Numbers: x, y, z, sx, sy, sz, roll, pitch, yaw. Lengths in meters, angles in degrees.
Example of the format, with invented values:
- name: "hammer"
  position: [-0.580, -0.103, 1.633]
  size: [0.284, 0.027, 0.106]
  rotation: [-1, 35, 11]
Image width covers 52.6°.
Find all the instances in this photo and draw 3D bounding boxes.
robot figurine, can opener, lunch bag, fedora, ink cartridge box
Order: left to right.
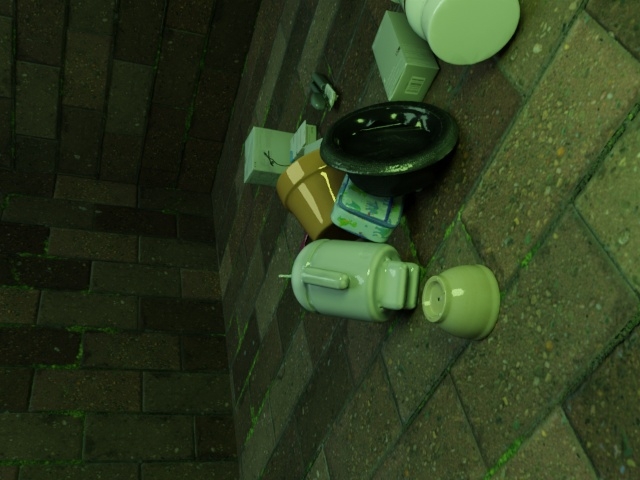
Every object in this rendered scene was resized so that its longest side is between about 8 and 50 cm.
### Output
- name: "ink cartridge box"
  position: [-0.061, -0.379, 2.503]
  size: [0.180, 0.060, 0.104]
  rotation: [141, 133, -63]
- name: "can opener"
  position: [0.000, -0.548, 2.358]
  size: [0.280, 0.093, 0.074]
  rotation: [-108, 30, -58]
- name: "robot figurine"
  position: [0.074, 0.100, 1.658]
  size: [0.354, 0.300, 0.199]
  rotation: [5, 84, 31]
- name: "lunch bag"
  position: [0.133, -0.104, 1.677]
  size: [0.219, 0.176, 0.090]
  rotation: [-68, 3, -46]
- name: "fedora"
  position: [0.171, -0.205, 1.571]
  size: [0.334, 0.334, 0.152]
  rotation: [-108, 1, -49]

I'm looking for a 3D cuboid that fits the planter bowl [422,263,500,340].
- name: "planter bowl"
  position: [0.281, 0.125, 1.349]
  size: [0.162, 0.109, 0.161]
  rotation: [-173, 90, -70]

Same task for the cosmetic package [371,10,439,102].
- name: "cosmetic package"
  position: [0.219, -0.484, 1.710]
  size: [0.127, 0.107, 0.237]
  rotation: [113, 151, -46]

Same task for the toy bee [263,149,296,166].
- name: "toy bee"
  position: [-0.067, -0.228, 2.348]
  size: [0.298, 0.162, 0.195]
  rotation: [60, -177, -8]

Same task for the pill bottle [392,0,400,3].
- name: "pill bottle"
  position: [0.211, -0.775, 1.746]
  size: [0.153, 0.153, 0.264]
  rotation: [123, 146, -51]

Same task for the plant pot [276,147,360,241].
- name: "plant pot"
  position: [0.040, -0.113, 1.872]
  size: [0.291, 0.291, 0.203]
  rotation: [-56, 50, 52]

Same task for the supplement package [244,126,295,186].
- name: "supplement package"
  position: [-0.197, -0.335, 2.654]
  size: [0.149, 0.203, 0.194]
  rotation: [139, 134, -63]

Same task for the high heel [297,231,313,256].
- name: "high heel"
  position: [0.000, 0.000, 2.111]
  size: [0.181, 0.127, 0.376]
  rotation: [117, 157, -67]

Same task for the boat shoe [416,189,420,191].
- name: "boat shoe"
  position: [0.244, -0.166, 1.655]
  size: [0.035, 0.035, 0.100]
  rotation: [73, -171, -66]

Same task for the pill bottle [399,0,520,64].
- name: "pill bottle"
  position: [0.274, -0.571, 1.407]
  size: [0.224, 0.224, 0.392]
  rotation: [116, 152, -43]

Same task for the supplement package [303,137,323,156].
- name: "supplement package"
  position: [0.017, -0.277, 2.195]
  size: [0.179, 0.105, 0.105]
  rotation: [177, 98, -69]
